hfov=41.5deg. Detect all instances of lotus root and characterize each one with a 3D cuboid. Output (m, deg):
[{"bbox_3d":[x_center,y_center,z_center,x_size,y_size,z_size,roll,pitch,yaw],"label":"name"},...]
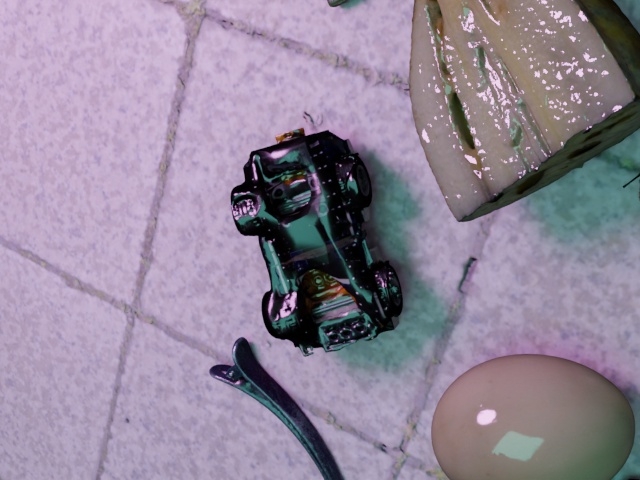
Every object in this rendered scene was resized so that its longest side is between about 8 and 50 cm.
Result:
[{"bbox_3d":[0.218,-0.198,0.952,0.267,0.149,0.260,-40,69,46],"label":"lotus root"}]

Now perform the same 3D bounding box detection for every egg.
[{"bbox_3d":[0.252,0.230,1.015,0.241,0.186,0.186,-9,98,24],"label":"egg"}]

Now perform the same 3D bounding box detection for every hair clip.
[{"bbox_3d":[-0.054,0.270,1.271,0.275,0.048,0.083,47,115,9],"label":"hair clip"}]

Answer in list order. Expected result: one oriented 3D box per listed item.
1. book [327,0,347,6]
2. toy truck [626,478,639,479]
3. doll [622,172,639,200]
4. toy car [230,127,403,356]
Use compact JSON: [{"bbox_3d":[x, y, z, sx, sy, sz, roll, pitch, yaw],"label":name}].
[{"bbox_3d":[0.087,-0.434,1.029,0.264,0.027,0.202,-19,94,30],"label":"book"},{"bbox_3d":[0.320,0.399,1.062,0.257,0.127,0.127,-20,107,31],"label":"toy truck"},{"bbox_3d":[0.418,0.004,0.915,0.221,0.105,0.115,65,157,0],"label":"doll"},{"bbox_3d":[0.000,-0.002,1.133,0.193,0.118,0.301,-14,95,22],"label":"toy car"}]
